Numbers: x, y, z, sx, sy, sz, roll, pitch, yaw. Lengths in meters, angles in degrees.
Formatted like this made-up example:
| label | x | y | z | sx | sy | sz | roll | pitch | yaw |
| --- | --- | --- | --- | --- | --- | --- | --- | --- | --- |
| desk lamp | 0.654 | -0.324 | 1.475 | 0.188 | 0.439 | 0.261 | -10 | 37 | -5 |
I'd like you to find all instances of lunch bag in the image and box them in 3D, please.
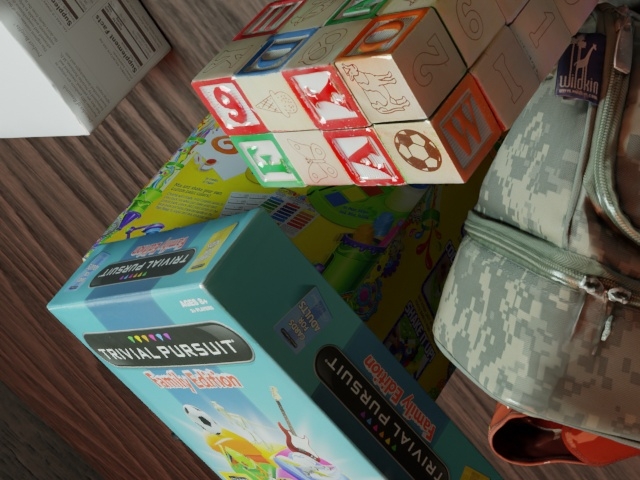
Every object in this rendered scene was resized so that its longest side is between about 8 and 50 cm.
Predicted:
| label | x | y | z | sx | sy | sz | roll | pitch | yaw |
| --- | --- | --- | --- | --- | --- | --- | --- | --- | --- |
| lunch bag | 0.250 | 0.006 | 0.811 | 0.305 | 0.256 | 0.212 | 18 | -176 | -11 |

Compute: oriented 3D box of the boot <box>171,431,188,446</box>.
| label | x | y | z | sx | sy | sz | roll | pitch | yaw |
| --- | --- | --- | --- | --- | --- | --- | --- | --- | --- |
| boot | -0.070 | 0.156 | 1.490 | 0.118 | 0.222 | 0.338 | 35 | 152 | 5 |

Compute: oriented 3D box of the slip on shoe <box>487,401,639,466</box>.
| label | x | y | z | sx | sy | sz | roll | pitch | yaw |
| --- | --- | --- | --- | --- | --- | --- | --- | --- | --- |
| slip on shoe | 0.288 | 0.174 | 1.208 | 0.123 | 0.101 | 0.331 | 44 | 150 | -19 |

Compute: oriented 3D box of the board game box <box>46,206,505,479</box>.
| label | x | y | z | sx | sy | sz | roll | pitch | yaw |
| --- | --- | --- | --- | --- | --- | --- | --- | --- | --- |
| board game box | -0.029 | 0.133 | 0.971 | 0.336 | 0.079 | 0.254 | 48 | 150 | -21 |

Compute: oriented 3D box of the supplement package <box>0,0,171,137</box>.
| label | x | y | z | sx | sy | sz | roll | pitch | yaw |
| --- | --- | --- | --- | --- | --- | --- | --- | --- | --- |
| supplement package | -0.324 | -0.247 | 1.255 | 0.204 | 0.145 | 0.262 | 4 | 137 | 46 |

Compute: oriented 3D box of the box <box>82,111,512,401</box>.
| label | x | y | z | sx | sy | sz | roll | pitch | yaw |
| --- | --- | --- | --- | --- | --- | --- | --- | --- | --- |
| box | 0.000 | 0.000 | 1.119 | 0.290 | 0.279 | 0.177 | 13 | 144 | 39 |

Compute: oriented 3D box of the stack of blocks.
| label | x | y | z | sx | sy | sz | roll | pitch | yaw |
| --- | --- | --- | --- | --- | --- | --- | --- | --- | --- |
| stack of blocks | 0.080 | -0.162 | 0.766 | 0.171 | 0.297 | 0.087 | 0 | 133 | 47 |
